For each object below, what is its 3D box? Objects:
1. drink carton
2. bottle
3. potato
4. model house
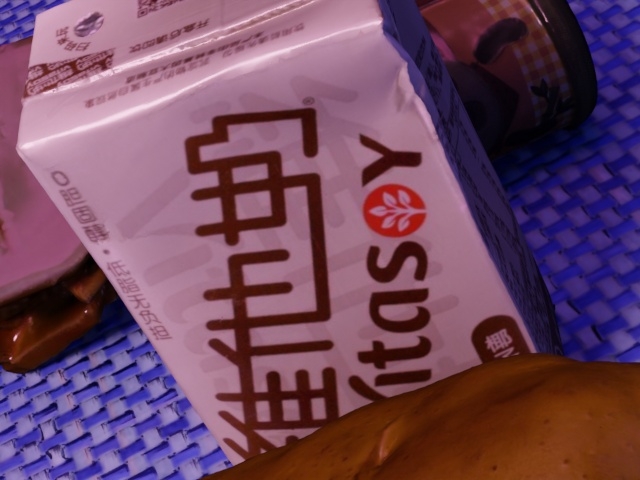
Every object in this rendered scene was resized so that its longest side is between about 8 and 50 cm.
[{"bbox_3d":[0.000,0.000,0.944,0.194,0.324,0.132,-19,39,12],"label":"drink carton"},{"bbox_3d":[0.046,-0.079,1.184,0.271,0.143,0.156,-27,74,-8],"label":"bottle"},{"bbox_3d":[0.057,0.151,0.843,0.369,0.176,0.195,-13,67,35],"label":"potato"},{"bbox_3d":[-0.187,-0.022,1.207,0.220,0.229,0.199,-10,73,-6],"label":"model house"}]
